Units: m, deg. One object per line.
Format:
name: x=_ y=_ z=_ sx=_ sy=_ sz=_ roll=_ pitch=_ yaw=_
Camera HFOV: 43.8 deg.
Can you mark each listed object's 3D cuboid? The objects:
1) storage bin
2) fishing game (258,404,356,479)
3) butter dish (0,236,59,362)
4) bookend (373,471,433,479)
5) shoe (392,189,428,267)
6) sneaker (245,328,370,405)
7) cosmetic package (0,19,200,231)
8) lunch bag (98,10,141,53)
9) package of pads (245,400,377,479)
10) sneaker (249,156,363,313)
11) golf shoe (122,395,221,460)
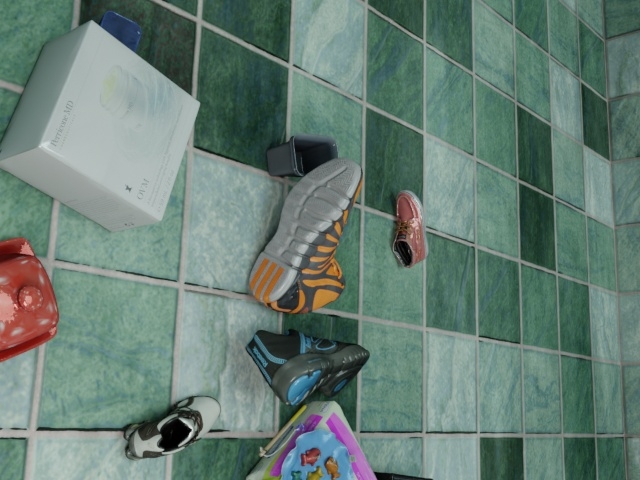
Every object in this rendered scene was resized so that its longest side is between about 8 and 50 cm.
storage bin: x=-0.038 y=-0.154 z=1.589 sx=0.135 sy=0.091 sz=0.098 roll=-4 pitch=86 yaw=-49
fishing game: x=0.003 y=0.430 z=1.415 sx=0.189 sy=0.041 sz=0.264 roll=-35 pitch=104 yaw=-44
butter dish: x=-0.419 y=0.083 z=1.079 sx=0.160 sy=0.118 sz=0.159 roll=-24 pitch=102 yaw=-49
bookend: x=0.164 y=0.581 z=1.704 sx=0.156 sy=0.072 sz=0.157 roll=25 pitch=65 yaw=-45
shoe: x=0.204 y=-0.026 z=1.868 sx=0.081 sy=0.064 sz=0.177 roll=-31 pitch=111 yaw=-53
sneaker: x=-0.014 y=0.219 z=1.517 sx=0.125 sy=0.140 sz=0.341 roll=-52 pitch=157 yaw=9
cosmetic package: x=-0.332 y=-0.167 z=1.214 sx=0.225 sy=0.138 sz=0.224 roll=34 pitch=58 yaw=-39
lunch bag: x=-0.336 y=-0.316 z=1.289 sx=0.067 sy=0.065 sz=0.098 roll=24 pitch=58 yaw=-26
package of pads: x=0.003 y=0.489 z=1.510 sx=0.229 sy=0.101 sz=0.296 roll=-46 pitch=117 yaw=-44
sneaker: x=0.000 y=0.000 z=1.548 sx=0.321 sy=0.125 sz=0.180 roll=-55 pitch=142 yaw=1
golf shoe: x=-0.219 y=0.306 z=1.292 sx=0.198 sy=0.094 sz=0.077 roll=-19 pitch=97 yaw=-51
